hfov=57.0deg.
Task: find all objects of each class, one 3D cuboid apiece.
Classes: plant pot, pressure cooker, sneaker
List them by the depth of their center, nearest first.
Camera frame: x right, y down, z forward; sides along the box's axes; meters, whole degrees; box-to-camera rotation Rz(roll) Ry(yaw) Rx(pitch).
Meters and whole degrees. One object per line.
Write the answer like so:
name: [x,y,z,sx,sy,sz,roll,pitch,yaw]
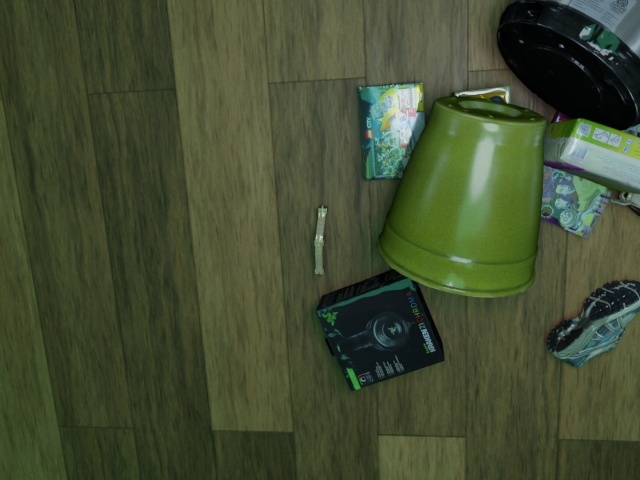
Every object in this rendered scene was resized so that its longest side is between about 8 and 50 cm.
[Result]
pressure cooker: [0.618,-0.477,1.172,0.370,0.375,0.420,37,93,-21]
plant pot: [0.334,-0.120,1.299,0.366,0.366,0.353,11,115,5]
sneaker: [0.722,0.215,1.507,0.283,0.110,0.122,-42,113,17]

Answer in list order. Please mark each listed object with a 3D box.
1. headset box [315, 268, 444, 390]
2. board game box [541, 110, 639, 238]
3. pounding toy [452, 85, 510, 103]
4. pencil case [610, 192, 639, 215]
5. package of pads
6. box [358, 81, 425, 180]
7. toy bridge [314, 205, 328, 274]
headset box: [0.150,0.231,1.560,0.283,0.131,0.246,-21,99,13]
board game box: [0.635,-0.201,1.433,0.208,0.056,0.347,24,106,6]
pounding toy: [0.430,-0.277,1.417,0.206,0.094,0.181,-5,103,10]
pencil case: [0.839,-0.231,1.334,0.183,0.160,0.410,13,108,-25]
package of pads: [0.597,-0.178,1.266,0.229,0.296,0.101,20,101,3]
box: [0.182,-0.272,1.478,0.159,0.044,0.233,-2,103,8]
toy bridge: [0.000,0.000,1.560,0.026,0.063,0.188,5,105,7]
